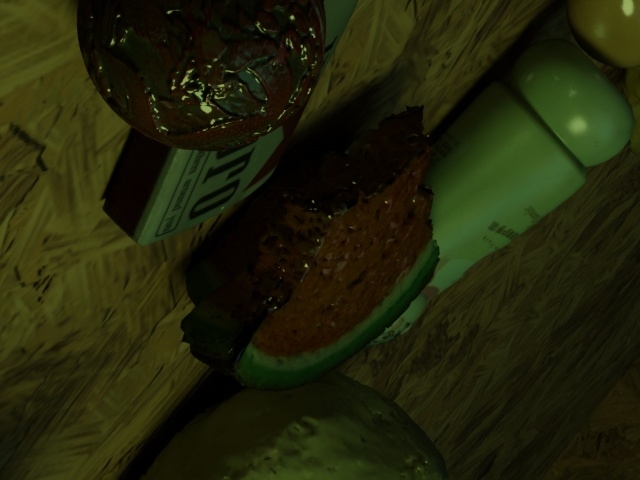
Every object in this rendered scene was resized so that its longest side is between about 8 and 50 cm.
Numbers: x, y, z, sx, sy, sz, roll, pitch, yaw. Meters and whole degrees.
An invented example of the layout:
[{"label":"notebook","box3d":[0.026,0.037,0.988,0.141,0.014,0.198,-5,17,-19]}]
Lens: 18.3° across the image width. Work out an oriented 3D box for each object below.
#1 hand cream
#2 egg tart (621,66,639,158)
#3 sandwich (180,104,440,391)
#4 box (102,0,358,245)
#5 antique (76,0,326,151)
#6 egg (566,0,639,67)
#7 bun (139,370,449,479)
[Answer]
[{"label":"hand cream","box3d":[0.074,-0.010,1.336,0.306,0.093,0.147,-41,166,7]},{"label":"egg tart","box3d":[0.376,-0.201,1.565,0.351,0.153,0.339,-48,161,-7]},{"label":"sandwich","box3d":[-0.009,0.007,1.158,0.235,0.079,0.159,-39,152,-43]},{"label":"box","box3d":[-0.032,-0.085,0.936,0.115,0.036,0.177,-32,157,-48]},{"label":"antique","box3d":[-0.047,-0.083,0.785,0.104,0.104,0.104,-44,164,-17]},{"label":"egg","box3d":[0.203,-0.160,1.314,0.080,0.080,0.096,-43,154,-22]},{"label":"bun","box3d":[-0.044,0.187,1.328,0.259,0.152,0.259,-32,162,-12]}]
